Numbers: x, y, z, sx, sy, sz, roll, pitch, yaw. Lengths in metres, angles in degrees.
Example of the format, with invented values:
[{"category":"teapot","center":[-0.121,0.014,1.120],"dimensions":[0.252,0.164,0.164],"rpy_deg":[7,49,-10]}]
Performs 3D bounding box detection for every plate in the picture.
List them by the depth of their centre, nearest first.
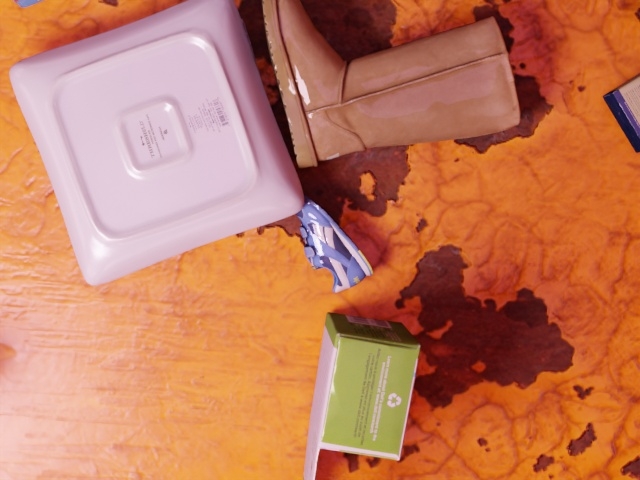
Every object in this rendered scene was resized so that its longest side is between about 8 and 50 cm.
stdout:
[{"category":"plate","center":[-0.189,-0.119,1.485],"dimensions":[0.278,0.045,0.277],"rpy_deg":[-20,91,0]}]

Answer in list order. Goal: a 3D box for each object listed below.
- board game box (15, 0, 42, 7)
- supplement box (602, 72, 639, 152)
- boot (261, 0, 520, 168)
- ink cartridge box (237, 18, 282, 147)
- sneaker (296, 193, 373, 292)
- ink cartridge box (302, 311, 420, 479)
[{"category":"board game box","center":[-0.225,-0.362,1.391],"dimensions":[0.308,0.302,0.086],"rpy_deg":[-20,93,-1]},{"category":"supplement box","center":[0.398,-0.161,1.539],"dimensions":[0.083,0.056,0.083],"rpy_deg":[-32,93,1]},{"category":"boot","center":[0.079,-0.218,1.519],"dimensions":[0.269,0.089,0.236],"rpy_deg":[-14,104,-1]},{"category":"ink cartridge box","center":[-0.165,-0.126,1.530],"dimensions":[0.224,0.045,0.223],"rpy_deg":[-16,92,1]},{"category":"sneaker","center":[0.000,0.000,1.539],"dimensions":[0.059,0.053,0.144],"rpy_deg":[-39,92,3]},{"category":"ink cartridge box","center":[0.038,0.224,1.484],"dimensions":[0.097,0.189,0.255],"rpy_deg":[8,94,-4]}]
